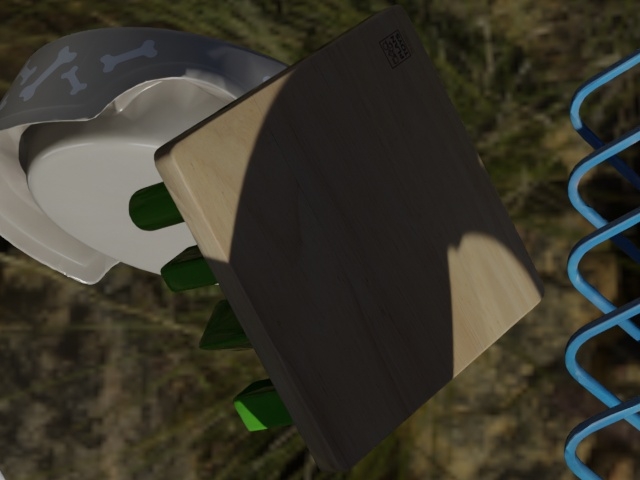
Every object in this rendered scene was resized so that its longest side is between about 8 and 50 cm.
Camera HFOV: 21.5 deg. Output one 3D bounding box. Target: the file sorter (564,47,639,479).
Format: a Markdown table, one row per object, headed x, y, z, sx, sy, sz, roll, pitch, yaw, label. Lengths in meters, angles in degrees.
| x | y | z | sx | sy | sz | roll | pitch | yaw | label |
| --- | --- | --- | --- | --- | --- | --- | --- | --- | --- |
| 0.150 | 0.012 | 0.571 | 0.104 | 0.118 | 0.170 | 37 | 40 | -28 | file sorter |

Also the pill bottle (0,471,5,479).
| x | y | z | sx | sy | sz | roll | pitch | yaw | label |
| --- | --- | --- | --- | --- | --- | --- | --- | --- | --- |
| -0.297 | 0.181 | 1.116 | 0.131 | 0.229 | 0.131 | 4 | 83 | -35 | pill bottle |

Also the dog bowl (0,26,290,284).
| x | y | z | sx | sy | sz | roll | pitch | yaw | label |
| --- | --- | --- | --- | --- | --- | --- | --- | --- | --- |
| -0.109 | -0.050 | 1.373 | 0.349 | 0.348 | 0.102 | 42 | 53 | -48 | dog bowl |

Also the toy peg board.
| x | y | z | sx | sy | sz | roll | pitch | yaw | label |
| --- | --- | --- | --- | --- | --- | --- | --- | --- | --- |
| 0.000 | 0.000 | 0.786 | 0.160 | 0.079 | 0.161 | -37 | 105 | -38 | toy peg board |
